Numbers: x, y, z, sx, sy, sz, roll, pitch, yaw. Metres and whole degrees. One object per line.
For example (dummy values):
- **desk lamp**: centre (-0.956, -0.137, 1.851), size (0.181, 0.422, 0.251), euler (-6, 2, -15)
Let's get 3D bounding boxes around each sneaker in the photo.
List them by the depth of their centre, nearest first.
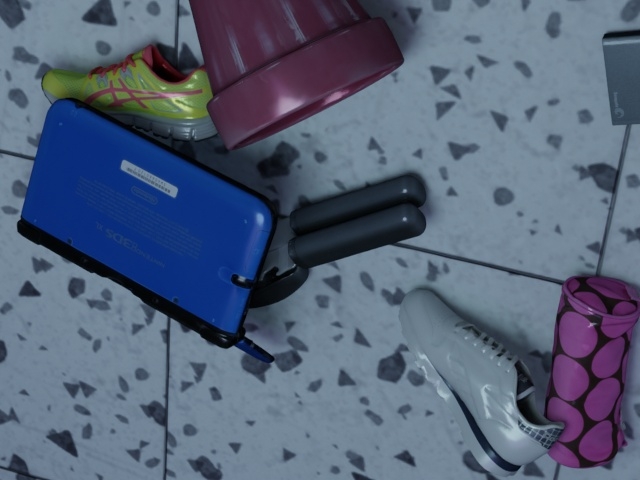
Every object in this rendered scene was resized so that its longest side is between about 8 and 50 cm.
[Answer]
- **sneaker**: centre (0.177, 0.141, 1.611), size (0.095, 0.090, 0.235), euler (-44, 71, 31)
- **sneaker**: centre (-0.207, -0.175, 1.613), size (0.208, 0.081, 0.094), euler (11, 113, 9)

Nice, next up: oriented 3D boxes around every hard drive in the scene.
- **hard drive**: centre (0.350, -0.163, 1.435), size (0.135, 0.022, 0.094), euler (-2, 118, 22)

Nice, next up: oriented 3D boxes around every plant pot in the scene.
- **plant pot**: centre (-0.042, -0.213, 1.464), size (0.201, 0.201, 0.180), euler (-25, 92, 30)

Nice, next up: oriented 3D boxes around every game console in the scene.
- **game console**: centre (-0.170, -0.006, 1.632), size (0.293, 0.173, 0.250), euler (27, 114, 17)

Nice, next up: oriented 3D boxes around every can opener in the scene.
- **can opener**: centre (0.000, 0.000, 1.643), size (0.280, 0.074, 0.093), euler (-20, 143, 31)

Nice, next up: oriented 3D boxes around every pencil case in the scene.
- **pencil case**: centre (0.298, 0.141, 1.588), size (0.098, 0.095, 0.209), euler (2, 119, -2)
